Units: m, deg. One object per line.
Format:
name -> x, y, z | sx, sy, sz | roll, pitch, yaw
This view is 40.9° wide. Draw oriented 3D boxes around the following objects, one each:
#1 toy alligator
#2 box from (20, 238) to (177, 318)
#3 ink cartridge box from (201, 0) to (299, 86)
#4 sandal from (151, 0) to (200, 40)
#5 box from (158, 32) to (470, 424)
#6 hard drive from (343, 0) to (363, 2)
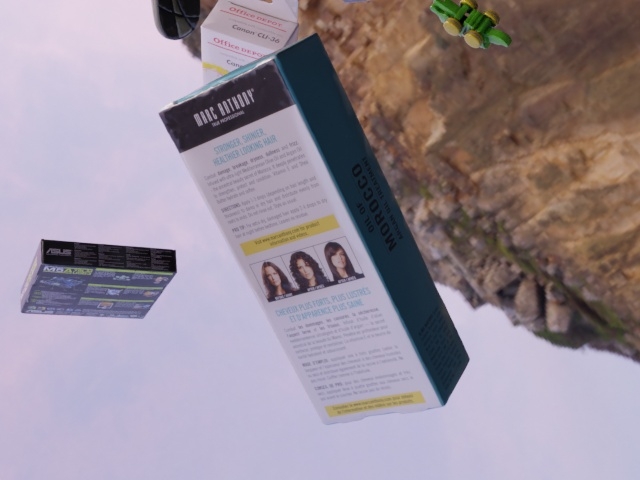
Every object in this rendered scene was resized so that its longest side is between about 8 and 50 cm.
toy alligator -> 0.207, -0.340, 1.311 | 0.189, 0.051, 0.056 | 34, -104, 13
box -> -0.327, 0.061, 1.252 | 0.190, 0.184, 0.045 | 5, -120, -25
ink cartridge box -> -0.095, -0.242, 1.141 | 0.115, 0.198, 0.067 | 19, -126, 9
sandal -> -0.284, -0.526, 1.597 | 0.120, 0.303, 0.086 | -13, -142, -31
box -> 0.000, 0.000, 0.563 | 0.060, 0.100, 0.244 | -45, -67, -53
hard drive -> 0.088, -0.332, 1.003 | 0.022, 0.135, 0.094 | 10, -97, -59
